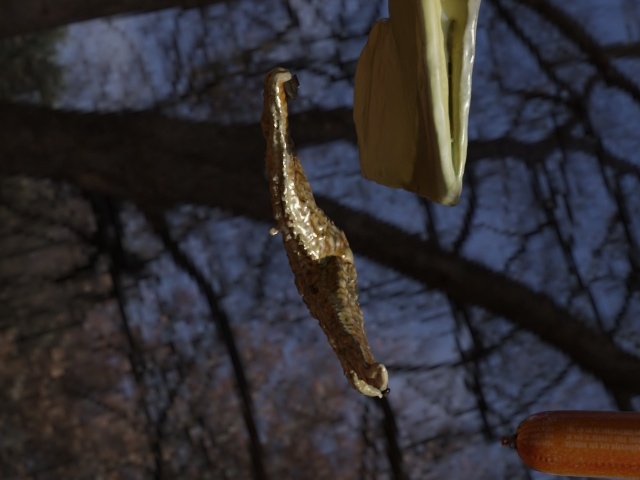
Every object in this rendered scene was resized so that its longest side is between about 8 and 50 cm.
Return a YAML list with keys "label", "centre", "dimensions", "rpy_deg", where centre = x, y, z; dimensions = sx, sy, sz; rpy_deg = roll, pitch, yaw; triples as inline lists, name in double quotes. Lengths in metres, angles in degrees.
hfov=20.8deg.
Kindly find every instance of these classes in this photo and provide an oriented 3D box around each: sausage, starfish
- label: "sausage"
  centre: [0.312, 0.159, 1.325]
  dimensions: [0.053, 0.347, 0.053]
  rpy_deg: [2, 90, -80]
- label: "starfish"
  centre: [-0.006, 0.001, 1.076]
  dimensions: [0.295, 0.048, 0.231]
  rpy_deg: [-116, -171, -76]

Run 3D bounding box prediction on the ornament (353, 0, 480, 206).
- label: "ornament"
  centre: [0.064, -0.094, 1.033]
  dimensions: [0.201, 0.059, 0.180]
  rpy_deg: [97, -12, -52]
